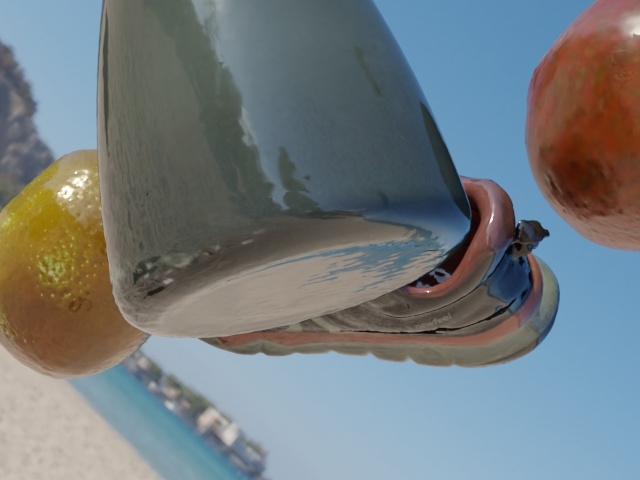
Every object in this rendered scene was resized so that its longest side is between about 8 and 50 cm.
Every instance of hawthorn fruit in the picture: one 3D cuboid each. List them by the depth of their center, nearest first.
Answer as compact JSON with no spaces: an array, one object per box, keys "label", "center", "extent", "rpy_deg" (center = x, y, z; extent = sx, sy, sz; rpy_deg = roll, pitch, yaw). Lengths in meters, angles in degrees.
[{"label":"hawthorn fruit","center":[0.211,-0.076,0.783],"extent":[0.189,0.189,0.189],"rpy_deg":[40,-10,9]}]

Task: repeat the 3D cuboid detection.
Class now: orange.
[{"label":"orange","center":[-0.226,0.032,1.176],"extent":[0.179,0.237,0.158],"rpy_deg":[47,34,-9]}]

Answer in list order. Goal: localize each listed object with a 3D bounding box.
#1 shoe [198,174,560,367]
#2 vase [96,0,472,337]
[{"label":"shoe","center":[0.000,0.000,0.779],"extent":[0.291,0.114,0.137],"rpy_deg":[7,-31,14]},{"label":"vase","center":[-0.047,-0.126,0.635],"extent":[0.173,0.173,0.321],"rpy_deg":[87,-11,-76]}]
